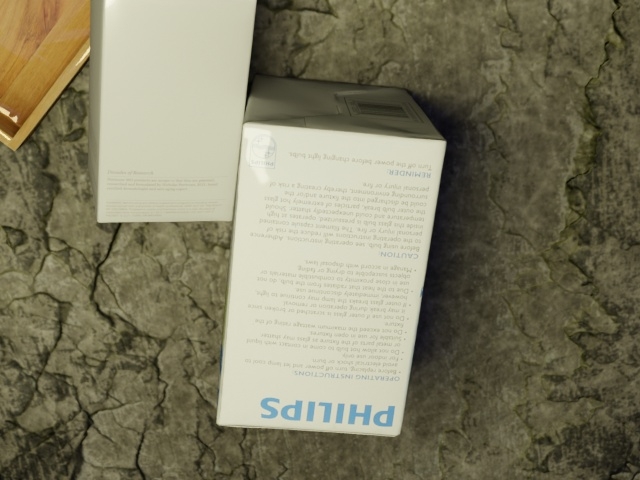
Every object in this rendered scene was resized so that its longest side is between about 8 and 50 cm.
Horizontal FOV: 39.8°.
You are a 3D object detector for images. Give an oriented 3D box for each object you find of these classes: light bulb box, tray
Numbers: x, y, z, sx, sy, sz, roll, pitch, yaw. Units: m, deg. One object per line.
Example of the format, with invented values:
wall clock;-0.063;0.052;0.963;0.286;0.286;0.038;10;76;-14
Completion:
light bulb box;0.000;0.000;1.127;0.225;0.358;0.361;5;109;-4
tray;-0.353;-0.340;1.145;0.203;0.076;0.411;39;103;-14

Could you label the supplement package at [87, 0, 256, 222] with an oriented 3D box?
supplement package;-0.195;-0.190;1.104;0.175;0.177;0.293;-1;121;-18
